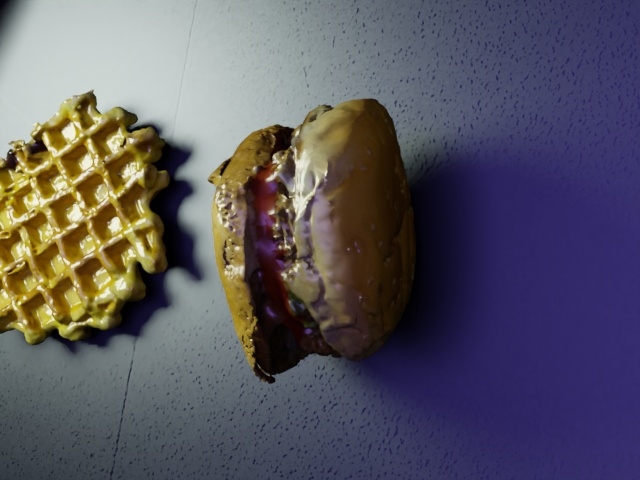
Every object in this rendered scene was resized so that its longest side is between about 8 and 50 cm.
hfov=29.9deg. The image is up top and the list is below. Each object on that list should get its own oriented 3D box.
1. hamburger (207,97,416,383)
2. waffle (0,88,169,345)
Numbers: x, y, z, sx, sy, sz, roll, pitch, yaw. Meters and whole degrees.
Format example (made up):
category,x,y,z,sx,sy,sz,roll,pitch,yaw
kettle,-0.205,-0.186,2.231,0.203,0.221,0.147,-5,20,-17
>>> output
category,x,y,z,sx,sy,sz,roll,pitch,yaw
hamburger,0.000,0.000,1.068,0.163,0.244,0.244,-10,81,10
waffle,-0.287,-0.027,1.287,0.310,0.065,0.283,16,94,21
